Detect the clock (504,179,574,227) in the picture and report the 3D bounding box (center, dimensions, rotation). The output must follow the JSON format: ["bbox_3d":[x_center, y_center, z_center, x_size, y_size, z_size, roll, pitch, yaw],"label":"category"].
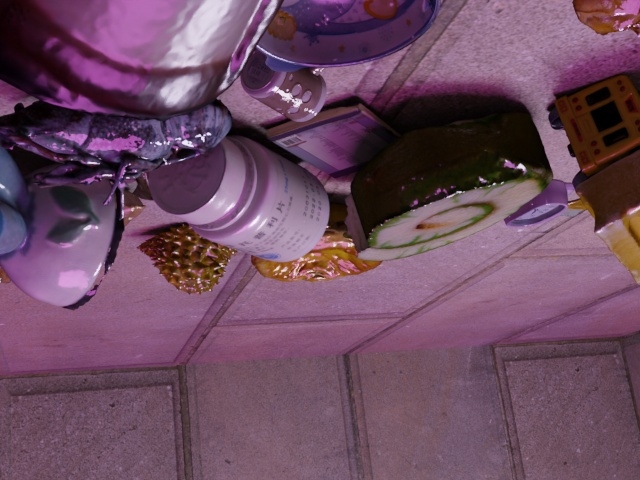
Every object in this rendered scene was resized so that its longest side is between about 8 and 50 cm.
[{"bbox_3d":[0.449,-0.072,1.709,0.110,0.050,0.153,2,161,-26],"label":"clock"}]

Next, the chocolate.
[{"bbox_3d":[-0.145,-0.249,0.620,0.284,0.283,0.186,4,144,-31],"label":"chocolate"}]

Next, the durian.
[{"bbox_3d":[-0.253,0.023,1.697,0.132,0.165,0.182,33,172,49],"label":"durian"}]

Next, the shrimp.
[{"bbox_3d":[-0.294,-0.118,1.078,0.372,0.172,0.137,-11,169,-10],"label":"shrimp"}]

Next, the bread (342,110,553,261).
[{"bbox_3d":[0.189,-0.083,1.380,0.382,0.129,0.366,-27,164,32],"label":"bread"}]

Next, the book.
[{"bbox_3d":[0.039,-0.158,1.325,0.157,0.026,0.231,-13,163,25],"label":"book"}]

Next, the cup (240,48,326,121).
[{"bbox_3d":[-0.036,-0.204,1.055,0.102,0.074,0.099,-17,160,30],"label":"cup"}]

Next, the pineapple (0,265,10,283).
[{"bbox_3d":[-0.585,-0.003,1.360,0.166,0.166,0.193,-18,159,33],"label":"pineapple"}]

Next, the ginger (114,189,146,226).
[{"bbox_3d":[-0.395,-0.046,1.439,0.190,0.068,0.095,-6,168,-4],"label":"ginger"}]

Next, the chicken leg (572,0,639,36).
[{"bbox_3d":[0.387,-0.292,0.925,0.207,0.085,0.101,-24,123,28],"label":"chicken leg"}]

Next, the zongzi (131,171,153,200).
[{"bbox_3d":[-0.294,-0.105,1.329,0.130,0.062,0.154,-2,161,28],"label":"zongzi"}]

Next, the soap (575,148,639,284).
[{"bbox_3d":[0.535,-0.046,1.303,0.199,0.091,0.315,-35,146,19],"label":"soap"}]

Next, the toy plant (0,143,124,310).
[{"bbox_3d":[-0.480,-0.036,1.198,0.247,0.247,0.332,-21,154,38],"label":"toy plant"}]

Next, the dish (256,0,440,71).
[{"bbox_3d":[0.009,-0.269,0.848,0.236,0.086,0.228,-16,159,29],"label":"dish"}]

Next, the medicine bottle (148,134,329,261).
[{"bbox_3d":[-0.120,-0.071,1.298,0.170,0.170,0.293,-15,160,25],"label":"medicine bottle"}]

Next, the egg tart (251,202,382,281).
[{"bbox_3d":[0.000,0.000,1.669,0.295,0.116,0.295,-4,164,-1],"label":"egg tart"}]

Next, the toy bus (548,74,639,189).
[{"bbox_3d":[0.495,-0.137,1.358,0.151,0.145,0.331,-27,153,25],"label":"toy bus"}]

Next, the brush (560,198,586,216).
[{"bbox_3d":[0.573,-0.091,1.766,0.083,0.011,0.205,3,160,-26],"label":"brush"}]
